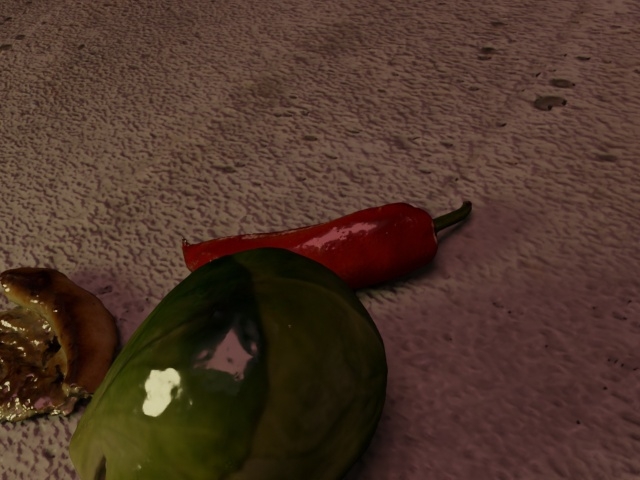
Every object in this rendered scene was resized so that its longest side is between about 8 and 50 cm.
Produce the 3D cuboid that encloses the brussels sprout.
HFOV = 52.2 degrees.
[{"bbox_3d":[-0.076,0.133,0.565,0.271,0.210,0.219,-35,39,4],"label":"brussels sprout"}]

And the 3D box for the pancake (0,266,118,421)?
[{"bbox_3d":[-0.332,0.109,0.768,0.257,0.056,0.213,-3,45,14],"label":"pancake"}]

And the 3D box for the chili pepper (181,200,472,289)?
[{"bbox_3d":[-0.005,0.004,0.751,0.368,0.092,0.137,-6,33,8],"label":"chili pepper"}]
